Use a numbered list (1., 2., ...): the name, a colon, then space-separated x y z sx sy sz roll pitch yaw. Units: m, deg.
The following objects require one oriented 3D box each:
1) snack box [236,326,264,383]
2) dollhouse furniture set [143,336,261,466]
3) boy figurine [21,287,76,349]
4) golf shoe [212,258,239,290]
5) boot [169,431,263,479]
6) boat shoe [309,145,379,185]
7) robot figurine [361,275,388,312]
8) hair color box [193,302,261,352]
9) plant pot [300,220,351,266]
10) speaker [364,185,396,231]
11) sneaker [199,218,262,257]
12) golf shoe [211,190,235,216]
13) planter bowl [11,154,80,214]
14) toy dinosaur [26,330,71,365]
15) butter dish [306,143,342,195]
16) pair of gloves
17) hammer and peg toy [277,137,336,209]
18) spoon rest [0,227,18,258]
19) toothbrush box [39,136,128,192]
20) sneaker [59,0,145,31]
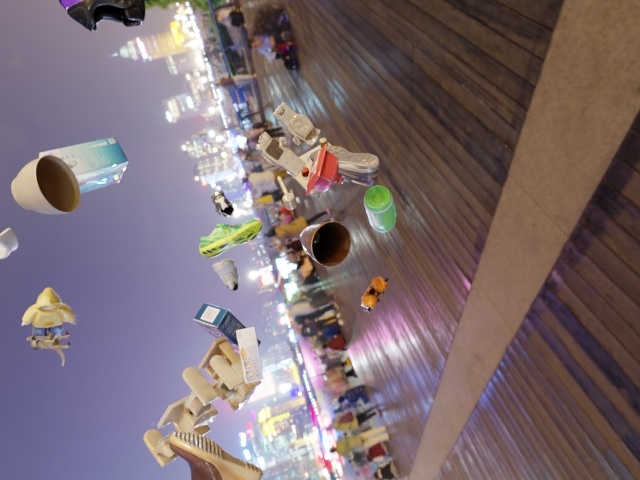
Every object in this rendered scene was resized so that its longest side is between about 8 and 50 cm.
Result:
1. snack box: -0.239 0.389 1.442 0.022 0.064 0.179 119 140 -79
2. dollhouse furniture set: -0.461 0.569 1.633 0.256 0.362 0.394 42 -157 20
3. boy figurine: -1.026 0.295 1.615 0.285 0.177 0.092 -58 38 32
4. golf shoe: -0.310 0.119 1.442 0.176 0.069 0.086 70 176 -70
5. boot: -0.277 0.582 0.975 0.248 0.207 0.090 30 171 -4
6. boat shoe: 0.092 -0.300 1.776 0.355 0.132 0.130 25 137 41
7. robot figurine: 0.274 0.266 2.166 0.085 0.211 0.291 33 177 9
8. hair color box: -0.465 0.461 2.150 0.173 0.105 0.347 9 147 34
9. plant pot: 0.000 0.000 2.066 0.230 0.215 0.216 18 126 61
10. speaker: 0.273 -0.137 1.924 0.296 0.131 0.131 55 -166 -67
11. sneaker: -0.395 -0.033 1.838 0.109 0.295 0.124 66 180 -65
12. golf shoe: -0.402 -0.128 1.797 0.094 0.077 0.198 54 175 18
13. planter bowl: -0.765 -0.143 1.169 0.162 0.109 0.162 -13 -90 -83
14. toy dinosaur: -0.879 0.342 1.408 0.183 0.092 0.053 69 178 -47
15. butter dish: 0.024 -0.246 1.575 0.160 0.118 0.160 129 155 -61
16. pair of gloves: -0.125 -0.389 1.654 0.240 0.204 0.042 -64 14 -13
17. hammer and peg toy: -0.053 -0.314 1.966 0.266 0.361 0.127 49 165 37
18. spoon rest: -1.096 0.025 1.398 0.084 0.276 0.137 64 -150 -32
19. toothbrush box: -0.977 -0.293 1.746 0.216 0.295 0.126 -30 89 49
20. sneaker: -0.423 -0.556 0.941 0.146 0.293 0.102 54 163 -11
